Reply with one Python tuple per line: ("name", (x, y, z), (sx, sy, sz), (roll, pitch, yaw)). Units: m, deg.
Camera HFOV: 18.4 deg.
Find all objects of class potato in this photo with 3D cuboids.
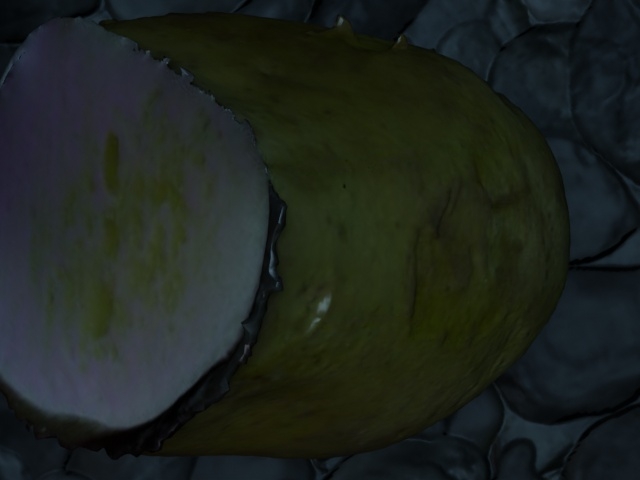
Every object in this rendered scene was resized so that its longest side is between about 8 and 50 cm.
("potato", (0.000, 0.000, 0.951), (0.266, 0.229, 0.229), (3, 82, -41))
